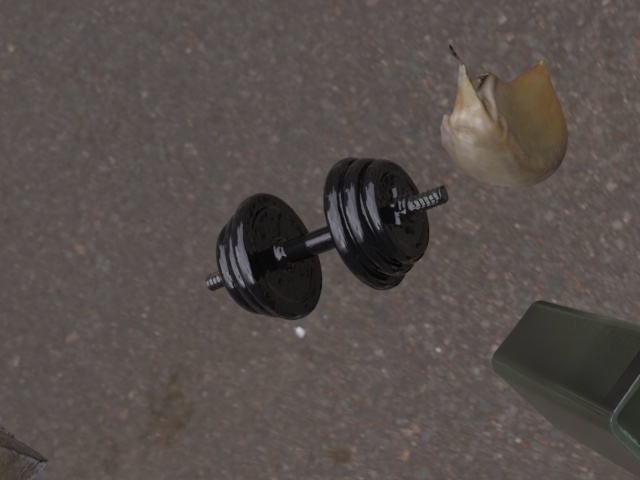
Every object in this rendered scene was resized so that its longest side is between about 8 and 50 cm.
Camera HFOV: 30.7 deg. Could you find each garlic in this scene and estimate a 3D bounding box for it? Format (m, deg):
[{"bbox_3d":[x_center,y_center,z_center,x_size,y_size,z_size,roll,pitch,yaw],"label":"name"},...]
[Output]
[{"bbox_3d":[0.249,-0.175,1.710,0.151,0.338,0.196,2,95,34],"label":"garlic"}]

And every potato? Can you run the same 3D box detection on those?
[{"bbox_3d":[-0.162,0.101,0.539,0.037,0.093,0.036,30,78,11],"label":"potato"}]

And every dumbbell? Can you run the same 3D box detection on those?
[{"bbox_3d":[0.000,0.000,0.839,0.208,0.099,0.099,-21,64,31],"label":"dumbbell"}]

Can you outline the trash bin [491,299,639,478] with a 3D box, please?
[{"bbox_3d":[0.313,0.161,1.248,0.122,0.164,0.240,-51,24,-8],"label":"trash bin"}]
